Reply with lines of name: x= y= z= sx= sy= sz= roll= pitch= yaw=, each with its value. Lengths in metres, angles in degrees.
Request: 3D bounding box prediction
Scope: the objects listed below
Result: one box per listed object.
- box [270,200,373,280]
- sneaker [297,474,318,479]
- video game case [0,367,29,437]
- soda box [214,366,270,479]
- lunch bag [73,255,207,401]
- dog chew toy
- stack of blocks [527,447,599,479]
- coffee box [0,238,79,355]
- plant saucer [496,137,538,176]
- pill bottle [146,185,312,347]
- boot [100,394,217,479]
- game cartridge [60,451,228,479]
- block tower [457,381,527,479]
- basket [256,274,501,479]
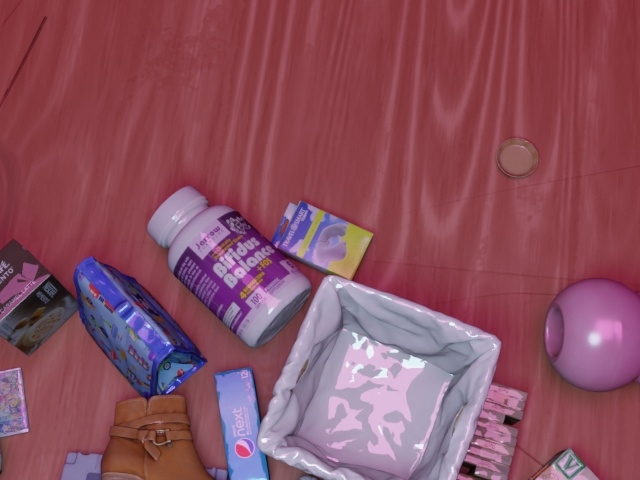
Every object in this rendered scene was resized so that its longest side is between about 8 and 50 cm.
box: x=0.000 y=0.000 z=2.051 sx=0.178 sy=0.042 sz=0.109 roll=24 pitch=74 yaw=6
sneaker: x=0.003 y=0.603 z=1.815 sx=0.210 sy=0.137 sz=0.365 roll=16 pitch=70 yaw=7
video game case: x=-0.590 y=0.303 z=1.969 sx=0.087 sy=0.011 sz=0.122 roll=-11 pitch=74 yaw=-4
soda box: x=-0.142 y=0.342 z=1.931 sx=0.071 sy=0.067 sz=0.210 roll=-9 pitch=73 yaw=-3
lunch bag: x=-0.333 y=0.151 z=1.870 sx=0.138 sy=0.293 sz=0.221 roll=-40 pitch=78 yaw=-11
dog chew toy: x=0.581 y=0.174 z=1.929 sx=0.332 sy=0.206 sz=0.206 roll=3 pitch=73 yaw=-8
stack of blocks: x=0.502 y=0.510 z=1.875 sx=0.171 sy=0.087 sz=0.297 roll=-40 pitch=77 yaw=-12
coffee box: x=-0.535 y=0.107 z=1.907 sx=0.098 sy=0.246 sz=0.141 roll=42 pitch=77 yaw=11
plant saucer: x=0.391 y=-0.163 z=2.117 sx=0.083 sy=0.015 sz=0.083 roll=0 pitch=73 yaw=0
pill bottle: x=-0.174 y=0.041 z=1.970 sx=0.301 sy=0.169 sz=0.169 roll=42 pitch=77 yaw=11
boot: x=-0.241 y=0.381 z=1.860 sx=0.284 sy=0.109 sz=0.220 roll=-3 pitch=56 yaw=5
game cartridge: x=-0.321 y=0.484 z=1.873 sx=0.294 sy=0.060 sz=0.196 roll=6 pitch=56 yaw=2
block tower: x=0.283 y=0.425 z=1.898 sx=0.097 sy=0.091 sz=0.335 roll=17 pitch=74 yaw=5
basket: x=0.096 y=0.282 z=1.849 sx=0.331 sy=0.266 sz=0.328 roll=21 pitch=74 yaw=5
